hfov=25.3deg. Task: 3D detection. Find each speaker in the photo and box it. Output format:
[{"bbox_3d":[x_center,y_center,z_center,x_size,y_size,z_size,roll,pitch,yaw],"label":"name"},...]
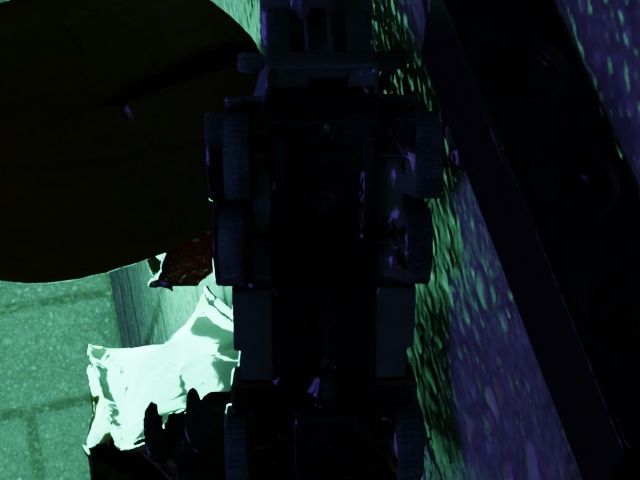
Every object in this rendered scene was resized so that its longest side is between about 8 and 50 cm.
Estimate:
[{"bbox_3d":[0.082,-0.008,0.488,0.046,0.040,0.191,97,159,-57],"label":"speaker"}]

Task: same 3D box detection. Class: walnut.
[{"bbox_3d":[-0.181,-0.071,0.972,0.209,0.336,0.209,23,120,47],"label":"walnut"}]

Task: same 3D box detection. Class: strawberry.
[{"bbox_3d":[-0.117,-0.043,1.251,0.146,0.082,0.187,-122,31,-47],"label":"strawberry"}]

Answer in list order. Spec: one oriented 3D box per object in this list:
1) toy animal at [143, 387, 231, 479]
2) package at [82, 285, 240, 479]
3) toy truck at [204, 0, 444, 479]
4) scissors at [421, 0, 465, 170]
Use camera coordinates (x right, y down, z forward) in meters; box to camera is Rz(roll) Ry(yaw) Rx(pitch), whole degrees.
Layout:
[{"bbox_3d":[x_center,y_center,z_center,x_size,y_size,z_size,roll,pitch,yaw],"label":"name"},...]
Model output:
[{"bbox_3d":[-0.012,0.175,0.829,0.233,0.084,0.148,46,-151,-39],"label":"toy animal"},{"bbox_3d":[-0.133,0.183,1.285,0.311,0.165,0.221,-142,44,-72],"label":"package"},{"bbox_3d":[0.000,0.000,0.725,0.140,0.108,0.257,-96,5,-64],"label":"toy truck"},{"bbox_3d":[0.034,-0.177,0.619,0.109,0.022,0.300,157,104,-80],"label":"scissors"}]
